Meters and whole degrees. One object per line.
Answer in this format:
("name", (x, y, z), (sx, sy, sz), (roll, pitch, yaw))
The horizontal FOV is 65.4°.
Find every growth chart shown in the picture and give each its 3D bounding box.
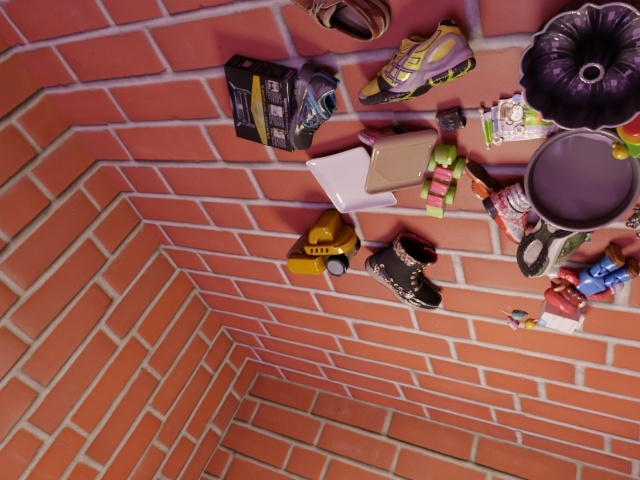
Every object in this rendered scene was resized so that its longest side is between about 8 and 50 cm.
("growth chart", (0.576, -0.349, 1.438), (0.237, 0.021, 0.172), (-2, 133, 37))

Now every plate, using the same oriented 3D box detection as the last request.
("plate", (0.122, -0.231, 1.890), (0.277, 0.045, 0.278), (-8, 131, 40))

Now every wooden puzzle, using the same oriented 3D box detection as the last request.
("wooden puzzle", (0.261, -0.262, 1.664), (0.221, 0.044, 0.239), (-12, 143, -13))

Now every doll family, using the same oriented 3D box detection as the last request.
("doll family", (1.017, -0.036, 1.479), (0.193, 0.076, 0.111), (22, 141, 3))

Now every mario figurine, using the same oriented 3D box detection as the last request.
("mario figurine", (0.921, 0.125, 1.742), (0.320, 0.170, 0.198), (-46, 66, 44))

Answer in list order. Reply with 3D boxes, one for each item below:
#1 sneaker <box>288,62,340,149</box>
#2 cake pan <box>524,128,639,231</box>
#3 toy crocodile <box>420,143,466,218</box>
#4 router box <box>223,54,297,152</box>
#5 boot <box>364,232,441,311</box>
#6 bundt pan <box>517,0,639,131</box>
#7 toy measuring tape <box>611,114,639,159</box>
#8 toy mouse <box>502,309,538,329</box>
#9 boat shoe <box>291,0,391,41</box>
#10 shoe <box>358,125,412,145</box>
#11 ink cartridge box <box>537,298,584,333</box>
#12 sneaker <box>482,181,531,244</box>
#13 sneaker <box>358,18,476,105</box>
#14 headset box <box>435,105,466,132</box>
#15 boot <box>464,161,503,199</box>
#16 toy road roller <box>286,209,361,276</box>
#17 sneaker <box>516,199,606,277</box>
("sneaker", (-0.024, -0.422, 1.683), (0.139, 0.125, 0.341), (20, 147, 5))
("cake pan", (0.734, -0.172, 1.406), (0.293, 0.054, 0.293), (7, 106, 25))
("toy crocodile", (0.405, -0.192, 1.683), (0.115, 0.105, 0.340), (19, 145, 15))
("router box", (-0.199, -0.479, 1.771), (0.243, 0.081, 0.309), (19, 144, 15))
("boot", (0.397, 0.134, 2.085), (0.377, 0.138, 0.284), (37, 145, -1))
("bundt pan", (0.653, -0.429, 1.190), (0.331, 0.124, 0.331), (20, 144, 15))
("toy measuring tape", (0.838, -0.336, 1.214), (0.121, 0.121, 0.330), (31, 129, -2))
("toy mouse", (0.833, 0.340, 2.116), (0.143, 0.031, 0.161), (28, 146, 2))
("boat shoe", (0.033, -0.644, 1.362), (0.324, 0.120, 0.122), (25, 145, 6))
("shoe", (0.217, -0.351, 1.657), (0.178, 0.063, 0.081), (20, 143, 4))
("ink cartridge box", (0.932, 0.287, 1.927), (0.143, 0.090, 0.092), (16, 144, 16))
("sneaker", (0.659, -0.088, 1.644), (0.145, 0.090, 0.270), (-32, 132, 28))
("sneaker", (0.258, -0.490, 1.420), (0.384, 0.145, 0.147), (-11, 98, 46))
("headset box", (0.396, -0.369, 1.530), (0.083, 0.032, 0.062), (-7, 132, 39))
("boot", (0.517, -0.192, 1.648), (0.158, 0.059, 0.084), (39, 149, -16))
("toy road roller", (0.000, 0.000, 2.146), (0.329, 0.202, 0.241), (-1, 123, 30))
("sneaker", (0.804, -0.042, 1.602), (0.182, 0.158, 0.410), (-2, 141, -23))
